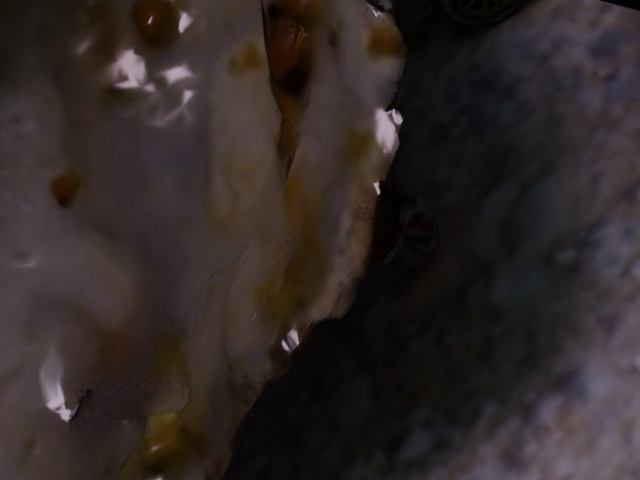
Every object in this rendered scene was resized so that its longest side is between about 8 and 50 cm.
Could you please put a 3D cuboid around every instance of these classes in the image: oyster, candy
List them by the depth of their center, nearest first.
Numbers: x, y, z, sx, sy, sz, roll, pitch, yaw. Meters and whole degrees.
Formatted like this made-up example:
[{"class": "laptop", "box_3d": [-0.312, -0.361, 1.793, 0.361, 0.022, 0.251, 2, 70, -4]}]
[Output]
[{"class": "oyster", "box_3d": [-0.064, -0.035, 0.550, 0.204, 0.111, 0.396, 24, 102, 12]}, {"class": "candy", "box_3d": [0.000, 0.000, 0.605, 0.083, 0.020, 0.030, -12, 54, 23]}]

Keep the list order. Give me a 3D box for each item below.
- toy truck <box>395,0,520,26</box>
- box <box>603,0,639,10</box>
[{"class": "toy truck", "box_3d": [0.005, -0.123, 0.627, 0.191, 0.116, 0.085, -28, 46, 10]}, {"class": "box", "box_3d": [0.222, -0.170, 0.529, 0.289, 0.073, 0.290, 18, 68, 22]}]
